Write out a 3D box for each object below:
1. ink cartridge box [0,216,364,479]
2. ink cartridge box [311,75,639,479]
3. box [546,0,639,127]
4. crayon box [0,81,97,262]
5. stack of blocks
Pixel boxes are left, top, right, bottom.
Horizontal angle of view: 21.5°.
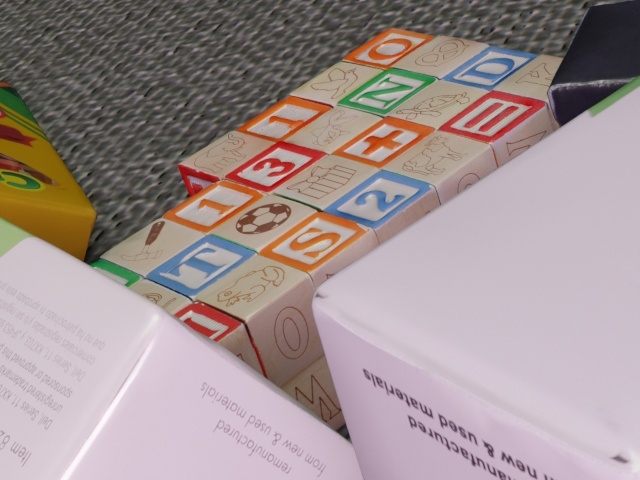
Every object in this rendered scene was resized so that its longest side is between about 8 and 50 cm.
[{"bbox_3d":[-0.163,0.170,0.592,0.207,0.119,0.353,23,77,52],"label":"ink cartridge box"},{"bbox_3d":[0.137,0.092,0.465,0.201,0.278,0.117,-33,35,-24],"label":"ink cartridge box"},{"bbox_3d":[0.203,-0.030,0.762,0.158,0.156,0.093,-5,31,25],"label":"box"},{"bbox_3d":[-0.263,-0.037,1.033,0.202,0.081,0.318,11,18,-27],"label":"crayon box"},{"bbox_3d":[0.000,0.000,0.902,0.297,0.087,0.171,-36,33,-28],"label":"stack of blocks"}]
